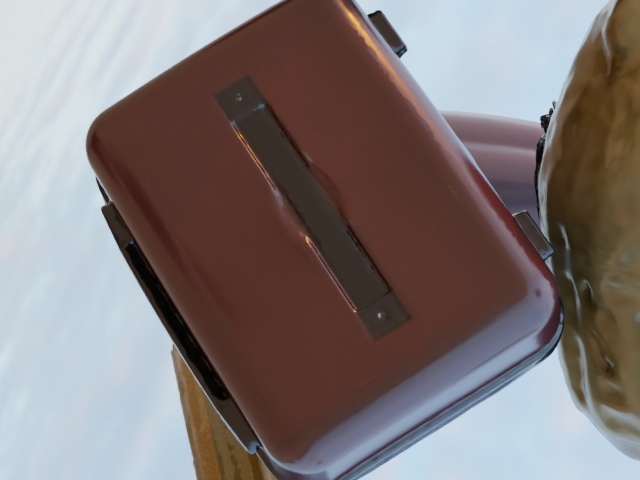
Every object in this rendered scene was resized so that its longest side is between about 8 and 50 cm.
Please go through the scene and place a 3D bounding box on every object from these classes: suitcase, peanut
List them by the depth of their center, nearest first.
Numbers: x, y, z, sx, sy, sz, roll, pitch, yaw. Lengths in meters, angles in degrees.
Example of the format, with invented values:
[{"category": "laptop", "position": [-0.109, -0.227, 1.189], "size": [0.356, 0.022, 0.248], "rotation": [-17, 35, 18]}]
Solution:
[{"category": "suitcase", "position": [0.000, 0.000, 0.962], "size": [0.236, 0.297, 0.161], "rotation": [-33, 163, -4]}, {"category": "peanut", "position": [0.250, -0.008, 0.993], "size": [0.169, 0.192, 0.387], "rotation": [-124, -160, -57]}]

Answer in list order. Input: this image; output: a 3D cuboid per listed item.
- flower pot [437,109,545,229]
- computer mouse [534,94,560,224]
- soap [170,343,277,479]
[{"category": "flower pot", "position": [0.190, -0.034, 1.666], "size": [0.243, 0.265, 0.265], "rotation": [-5, -126, 24]}, {"category": "computer mouse", "position": [0.248, -0.021, 1.342], "size": [0.146, 0.078, 0.241], "rotation": [97, -14, -77]}, {"category": "soap", "position": [-0.030, 0.209, 1.173], "size": [0.089, 0.173, 0.274], "rotation": [-28, -130, 13]}]
